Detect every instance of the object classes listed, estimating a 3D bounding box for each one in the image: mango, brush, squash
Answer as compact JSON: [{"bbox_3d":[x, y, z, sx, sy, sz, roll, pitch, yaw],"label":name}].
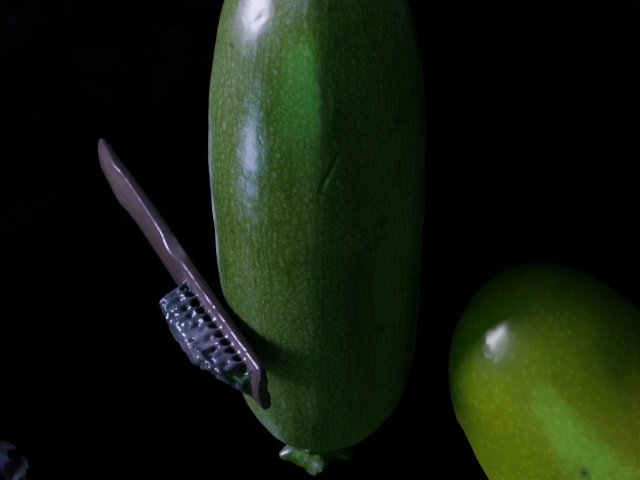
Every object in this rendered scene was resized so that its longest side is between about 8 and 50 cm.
[{"bbox_3d":[0.185,0.126,1.021,0.293,0.143,0.175,39,141,-3],"label":"mango"},{"bbox_3d":[-0.079,0.018,1.028,0.190,0.027,0.034,54,163,37],"label":"brush"},{"bbox_3d":[0.000,0.000,0.993,0.107,0.107,0.395,16,142,12],"label":"squash"}]

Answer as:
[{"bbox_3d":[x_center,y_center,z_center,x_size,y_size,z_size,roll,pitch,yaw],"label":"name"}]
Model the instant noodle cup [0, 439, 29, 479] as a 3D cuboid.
[{"bbox_3d":[-0.389,0.145,1.248,0.339,0.340,0.266,-12,118,39],"label":"instant noodle cup"}]
